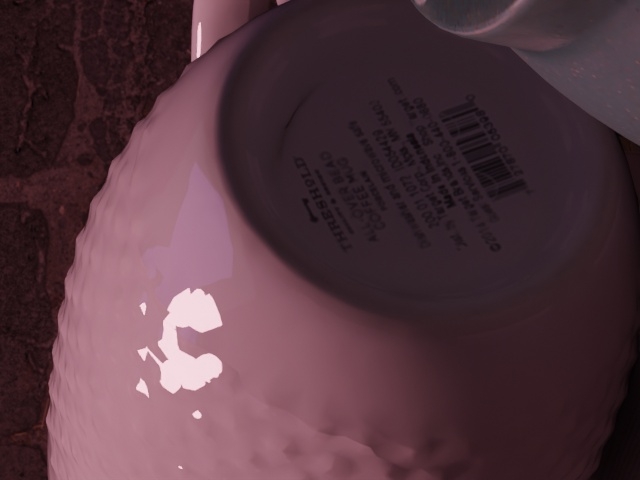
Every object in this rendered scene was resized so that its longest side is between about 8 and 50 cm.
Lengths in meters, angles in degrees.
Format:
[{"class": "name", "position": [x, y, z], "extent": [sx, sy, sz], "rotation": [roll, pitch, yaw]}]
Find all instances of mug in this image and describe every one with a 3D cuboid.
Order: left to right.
[{"class": "mug", "position": [0.000, 0.000, 0.815], "extent": [0.328, 0.276, 0.374], "rotation": [109, 149, -59]}]

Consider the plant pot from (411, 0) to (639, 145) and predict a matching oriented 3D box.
[{"class": "plant pot", "position": [0.128, -0.141, 0.466], "extent": [0.293, 0.196, 0.293], "rotation": [178, 90, -72]}]

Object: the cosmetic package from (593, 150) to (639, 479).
[{"class": "cosmetic package", "position": [0.185, 0.075, 0.832], "extent": [0.117, 0.086, 0.231], "rotation": [98, 176, -49]}]

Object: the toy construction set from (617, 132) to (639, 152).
[{"class": "toy construction set", "position": [0.140, -0.057, 1.094], "extent": [0.327, 0.151, 0.215], "rotation": [109, 164, -77]}]

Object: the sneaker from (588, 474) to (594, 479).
[{"class": "sneaker", "position": [0.141, 0.103, 1.163], "extent": [0.330, 0.122, 0.146], "rotation": [-168, 79, -86]}]
